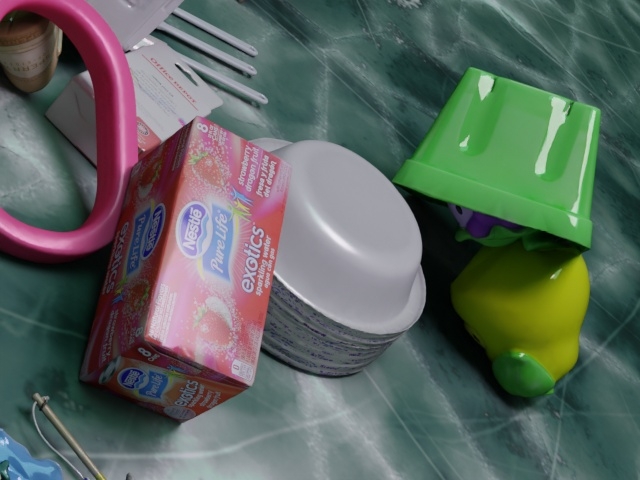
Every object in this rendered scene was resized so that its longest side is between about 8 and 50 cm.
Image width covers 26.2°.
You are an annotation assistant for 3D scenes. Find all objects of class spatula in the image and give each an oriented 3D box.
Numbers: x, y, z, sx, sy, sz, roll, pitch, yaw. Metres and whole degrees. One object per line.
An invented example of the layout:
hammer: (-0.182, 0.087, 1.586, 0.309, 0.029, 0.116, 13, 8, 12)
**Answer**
spatula: (-0.175, -0.259, 1.795, 0.242, 0.019, 0.168, 26, 30, -30)

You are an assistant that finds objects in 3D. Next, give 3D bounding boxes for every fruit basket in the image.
fruit basket: (0.227, -0.002, 1.746, 0.283, 0.392, 0.392, 19, 30, 8)

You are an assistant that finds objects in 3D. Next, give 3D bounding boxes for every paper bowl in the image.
paper bowl: (0.000, 0.000, 1.559, 0.284, 0.148, 0.284, 29, 35, -23)

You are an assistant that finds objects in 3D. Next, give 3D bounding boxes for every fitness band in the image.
fitness band: (-0.274, -0.121, 1.372, 0.209, 0.054, 0.291, 13, 66, -43)

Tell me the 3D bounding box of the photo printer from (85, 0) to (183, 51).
photo printer: (-0.207, -0.388, 1.644, 0.107, 0.256, 0.307, 39, 15, -32)

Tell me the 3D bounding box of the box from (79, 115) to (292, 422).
box: (-0.126, 0.027, 1.326, 0.122, 0.128, 0.257, 28, 54, -26)

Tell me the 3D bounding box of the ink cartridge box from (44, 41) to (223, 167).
ink cartridge box: (-0.207, -0.150, 1.573, 0.115, 0.067, 0.198, 46, 32, 3)

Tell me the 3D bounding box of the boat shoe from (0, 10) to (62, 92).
boat shoe: (-0.356, -0.313, 1.564, 0.121, 0.110, 0.341, -10, 53, -2)

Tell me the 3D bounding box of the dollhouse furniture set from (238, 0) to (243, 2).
dollhouse furniture set: (-0.043, -0.491, 1.999, 0.161, 0.242, 0.212, 55, 31, -6)

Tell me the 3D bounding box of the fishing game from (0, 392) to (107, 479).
fishing game: (-0.258, 0.222, 1.088, 0.189, 0.041, 0.264, 52, 34, 11)

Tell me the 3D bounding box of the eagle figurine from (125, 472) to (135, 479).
eagle figurine: (-0.088, 0.339, 1.006, 0.298, 0.225, 0.226, 24, 31, -16)
